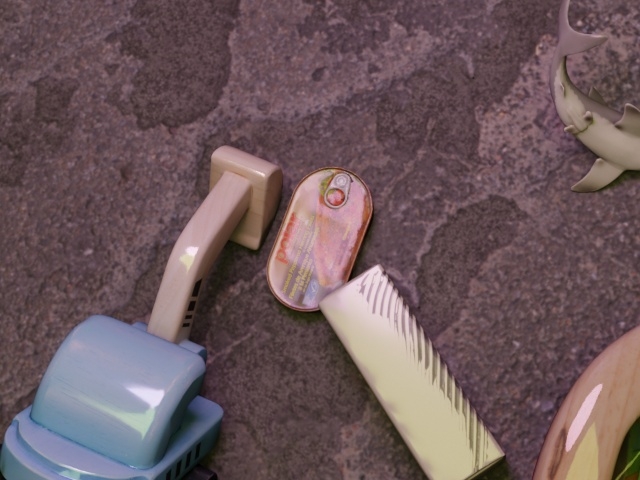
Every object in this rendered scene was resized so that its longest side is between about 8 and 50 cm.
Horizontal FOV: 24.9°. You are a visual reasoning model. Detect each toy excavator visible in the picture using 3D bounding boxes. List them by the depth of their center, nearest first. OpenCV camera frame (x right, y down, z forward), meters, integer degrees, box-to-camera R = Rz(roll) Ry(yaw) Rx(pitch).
[{"bbox_3d":[-0.194,0.137,1.717,0.222,0.433,0.445,24,112,13],"label":"toy excavator"}]

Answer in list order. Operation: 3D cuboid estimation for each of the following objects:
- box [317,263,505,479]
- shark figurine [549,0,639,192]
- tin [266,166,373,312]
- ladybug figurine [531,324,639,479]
[{"bbox_3d":[0.110,0.170,1.740,0.094,0.113,0.275,-33,78,0],"label":"box"},{"bbox_3d":[0.333,-0.173,1.764,0.166,0.278,0.116,-30,33,30],"label":"shark figurine"},{"bbox_3d":[0.000,0.000,1.828,0.106,0.040,0.189,20,83,8],"label":"tin"},{"bbox_3d":[0.365,0.289,1.602,0.305,0.162,0.449,23,78,-11],"label":"ladybug figurine"}]
